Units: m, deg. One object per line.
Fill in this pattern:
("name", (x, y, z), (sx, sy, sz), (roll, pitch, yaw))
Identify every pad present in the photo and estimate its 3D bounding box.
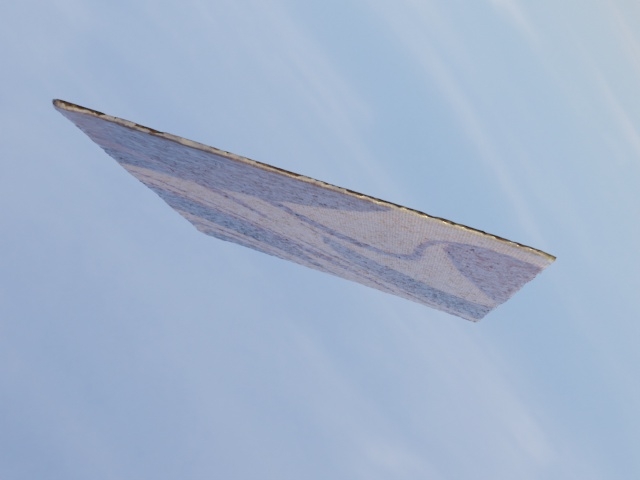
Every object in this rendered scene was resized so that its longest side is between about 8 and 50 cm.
("pad", (0.000, 0.000, 0.540), (0.330, 0.220, 0.004), (64, -135, -80))
